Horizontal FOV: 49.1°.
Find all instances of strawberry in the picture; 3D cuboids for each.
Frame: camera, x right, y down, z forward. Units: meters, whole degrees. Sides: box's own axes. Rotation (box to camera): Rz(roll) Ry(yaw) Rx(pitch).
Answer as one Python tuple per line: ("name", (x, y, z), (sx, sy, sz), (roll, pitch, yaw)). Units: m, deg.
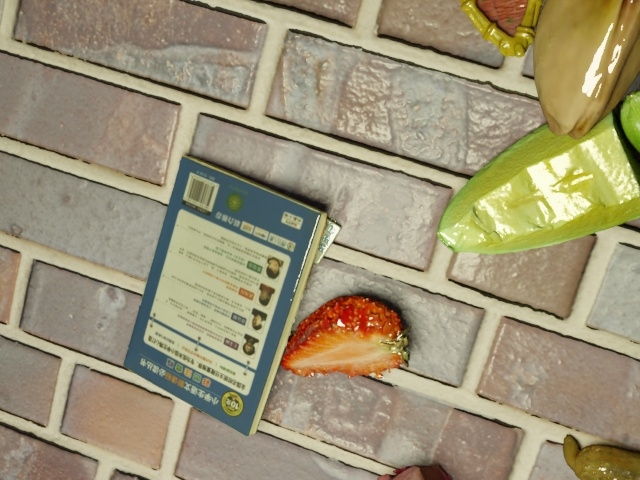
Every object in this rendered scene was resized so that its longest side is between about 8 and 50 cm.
("strawberry", (0.043, 0.156, 1.217), (0.236, 0.106, 0.175), (3, 138, 13))

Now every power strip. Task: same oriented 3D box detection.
("power strip", (0.000, 0.000, 1.238), (0.040, 0.016, 0.090), (33, 103, 4))

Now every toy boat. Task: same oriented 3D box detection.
("toy boat", (0.269, -0.437, 1.078), (0.141, 0.099, 0.317), (-11, 99, 16))

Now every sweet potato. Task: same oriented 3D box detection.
("sweet potato", (0.540, 0.420, 1.147), (0.124, 0.098, 0.310), (-36, 68, -23))

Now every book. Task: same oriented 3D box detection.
("book", (-0.181, 0.097, 1.245), (0.300, 0.039, 0.427), (24, 104, 21))

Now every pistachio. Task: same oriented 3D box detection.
("pistachio", (0.389, -0.283, 1.023), (0.163, 0.212, 0.260), (19, 112, 0))

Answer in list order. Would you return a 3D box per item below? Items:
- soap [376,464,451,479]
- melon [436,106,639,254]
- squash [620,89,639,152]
("soap", (0.217, 0.524, 1.171), (0.127, 0.220, 0.324), (-39, 66, 11))
("melon", (0.339, -0.076, 1.105), (0.324, 0.124, 0.196), (-24, 86, 17))
("squash", (0.584, -0.088, 1.042), (0.379, 0.101, 0.101), (39, 104, -14))
